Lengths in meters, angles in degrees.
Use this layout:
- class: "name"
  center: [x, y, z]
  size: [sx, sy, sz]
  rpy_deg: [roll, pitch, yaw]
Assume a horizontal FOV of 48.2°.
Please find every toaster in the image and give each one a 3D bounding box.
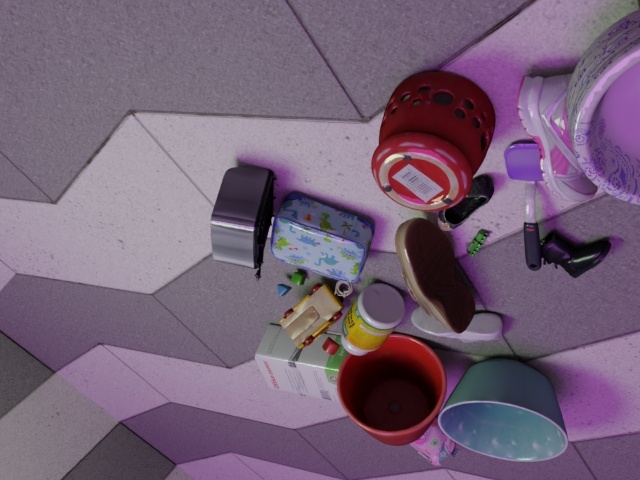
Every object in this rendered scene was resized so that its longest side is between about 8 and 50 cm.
- class: "toaster"
  center: [-0.163, -0.040, 1.533]
  size: [0.110, 0.185, 0.168]
  rpy_deg: [9, 144, 3]

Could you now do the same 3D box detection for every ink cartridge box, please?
- class: "ink cartridge box"
  center: [-0.023, 0.353, 2.022]
  size: [0.273, 0.114, 0.198]
  rpy_deg: [8, 141, 20]

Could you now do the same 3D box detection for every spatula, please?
- class: "spatula"
  center: [0.388, -0.056, 1.321]
  size: [0.084, 0.030, 0.296]
  rpy_deg: [5, 129, 25]

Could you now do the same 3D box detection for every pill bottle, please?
- class: "pill bottle"
  center: [0.119, 0.200, 1.746]
  size: [0.118, 0.117, 0.208]
  rpy_deg: [24, 145, -1]

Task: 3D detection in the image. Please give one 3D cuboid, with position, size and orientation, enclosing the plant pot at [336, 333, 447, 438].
- class: "plant pot"
  center: [0.193, 0.411, 1.880]
  size: [0.275, 0.275, 0.243]
  rpy_deg: [11, 152, 16]

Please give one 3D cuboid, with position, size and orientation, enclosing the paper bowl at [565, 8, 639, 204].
- class: "paper bowl"
  center: [0.485, -0.196, 0.981]
  size: [0.284, 0.148, 0.284]
  rpy_deg: [6, 134, 6]

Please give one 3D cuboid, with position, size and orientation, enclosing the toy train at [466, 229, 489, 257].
- class: "toy train"
  center: [0.322, 0.006, 1.472]
  size: [0.024, 0.017, 0.083]
  rpy_deg: [30, 145, 7]

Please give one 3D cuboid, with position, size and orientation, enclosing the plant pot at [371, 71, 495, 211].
- class: "plant pot"
  center: [0.187, -0.159, 1.202]
  size: [0.191, 0.174, 0.191]
  rpy_deg: [13, 142, 11]

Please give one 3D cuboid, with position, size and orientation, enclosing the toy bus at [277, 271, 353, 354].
- class: "toy bus"
  center: [-0.002, 0.177, 1.791]
  size: [0.202, 0.190, 0.104]
  rpy_deg: [6, -176, 23]

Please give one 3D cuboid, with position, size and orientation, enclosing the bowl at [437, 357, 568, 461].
- class: "bowl"
  center: [0.461, 0.408, 1.781]
  size: [0.312, 0.163, 0.311]
  rpy_deg: [14, 144, 10]

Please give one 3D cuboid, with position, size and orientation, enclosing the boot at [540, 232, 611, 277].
- class: "boot"
  center: [0.482, 0.018, 1.379]
  size: [0.099, 0.045, 0.121]
  rpy_deg: [32, 142, -3]

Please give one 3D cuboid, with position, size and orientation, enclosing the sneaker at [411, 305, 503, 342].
- class: "sneaker"
  center: [0.321, 0.208, 1.689]
  size: [0.212, 0.080, 0.094]
  rpy_deg: [8, 154, 18]

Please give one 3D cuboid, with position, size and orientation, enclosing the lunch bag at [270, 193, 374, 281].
- class: "lunch bag"
  center: [0.000, 0.000, 1.576]
  size: [0.219, 0.090, 0.176]
  rpy_deg: [18, 143, 7]

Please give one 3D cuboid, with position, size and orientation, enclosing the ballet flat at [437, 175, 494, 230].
- class: "ballet flat"
  center: [0.273, -0.065, 1.378]
  size: [0.057, 0.049, 0.173]
  rpy_deg: [28, 144, -6]

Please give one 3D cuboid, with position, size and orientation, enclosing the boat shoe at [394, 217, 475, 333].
- class: "boat shoe"
  center: [0.223, 0.077, 1.527]
  size: [0.110, 0.121, 0.341]
  rpy_deg: [20, 151, 44]

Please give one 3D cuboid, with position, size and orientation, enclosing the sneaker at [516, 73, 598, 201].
- class: "sneaker"
  center: [0.405, -0.160, 1.139]
  size: [0.111, 0.103, 0.252]
  rpy_deg: [-7, 136, 37]

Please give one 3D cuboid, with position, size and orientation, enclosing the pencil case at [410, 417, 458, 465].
- class: "pencil case"
  center: [0.278, 0.548, 2.106]
  size: [0.124, 0.124, 0.284]
  rpy_deg: [-20, 125, 44]
